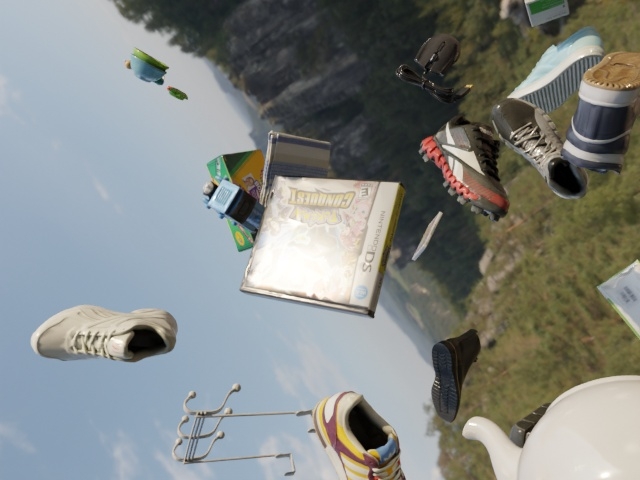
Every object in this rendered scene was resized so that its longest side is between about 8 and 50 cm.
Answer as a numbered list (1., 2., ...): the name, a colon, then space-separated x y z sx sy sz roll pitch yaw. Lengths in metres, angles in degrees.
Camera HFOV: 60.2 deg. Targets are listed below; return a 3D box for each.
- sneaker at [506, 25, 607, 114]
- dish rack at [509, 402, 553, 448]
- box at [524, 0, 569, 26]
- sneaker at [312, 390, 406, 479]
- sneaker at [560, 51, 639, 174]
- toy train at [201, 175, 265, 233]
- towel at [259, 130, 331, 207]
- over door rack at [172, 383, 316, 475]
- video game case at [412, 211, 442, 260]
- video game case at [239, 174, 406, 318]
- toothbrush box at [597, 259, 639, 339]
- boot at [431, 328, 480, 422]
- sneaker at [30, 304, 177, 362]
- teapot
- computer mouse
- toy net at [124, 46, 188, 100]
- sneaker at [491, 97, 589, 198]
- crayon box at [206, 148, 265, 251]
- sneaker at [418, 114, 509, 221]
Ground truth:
1. sneaker: 0.694 -0.496 1.659 0.135 0.150 0.366 20 154 -23
2. dish rack: 0.474 0.351 0.929 0.272 0.074 0.208 6 -174 40
3. box: 0.612 -0.661 1.502 0.087 0.101 0.101 45 -139 -46
4. sneaker: 0.063 0.257 0.624 0.185 0.070 0.084 56 144 0
5. sneaker: 0.464 -0.200 0.862 0.099 0.282 0.153 26 129 35
6. toy train: -0.171 -0.068 1.163 0.105 0.080 0.184 29 175 33
7. towel: -0.077 -0.160 1.584 0.209 0.284 0.034 2 -168 -33
8. over door rack: -0.191 0.474 1.383 0.325 0.239 0.108 12 -141 -12
9. video game case: 0.288 -0.011 1.485 0.011 0.122 0.087 30 151 3
10. video game case: 0.000 0.000 1.024 0.275 0.248 0.035 7 163 29
11. toothbrush box: 0.860 0.174 1.422 0.283 0.122 0.206 8 -135 -50
12. boot: 0.331 0.315 1.297 0.077 0.137 0.197 16 114 47
13. sneaker: -0.349 0.158 0.907 0.115 0.232 0.090 -161 69 -67
14. teapot: 0.321 0.225 0.556 0.256 0.252 0.187 24 -144 -7
15. computer mouse: 0.335 -0.465 1.448 0.184 0.262 0.060 36 144 12
16. toy net: -0.313 -0.325 1.061 0.122 0.045 0.232 23 -168 -28
17. sneaker: 0.390 -0.162 0.964 0.228 0.086 0.132 47 -158 3
18. crayon box: -0.209 -0.121 1.632 0.165 0.081 0.278 -22 -89 -51
19. sneaker: 0.297 -0.152 1.071 0.098 0.135 0.276 24 -152 -34
